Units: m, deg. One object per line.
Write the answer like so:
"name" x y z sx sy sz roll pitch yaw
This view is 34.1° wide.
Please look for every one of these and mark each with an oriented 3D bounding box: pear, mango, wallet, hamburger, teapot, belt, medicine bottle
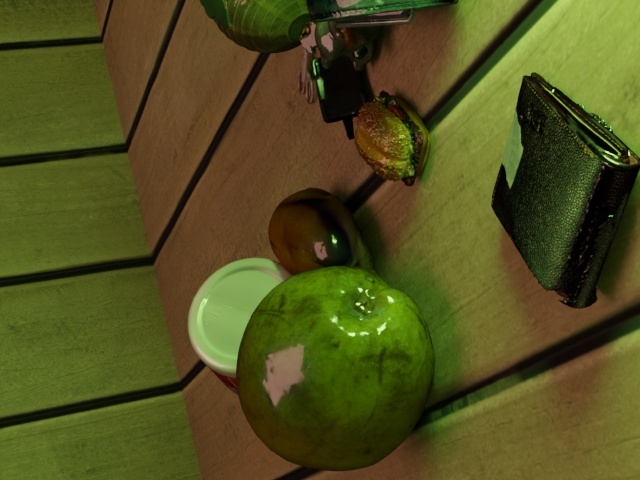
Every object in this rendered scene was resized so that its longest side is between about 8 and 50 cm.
"pear" 0.017 0.230 1.829 0.352 0.352 0.413 64 144 36
"mango" 0.000 0.000 2.022 0.287 0.152 0.201 33 118 58
"wallet" 0.308 -0.071 1.377 0.262 0.071 0.221 -117 27 -51
"hamburger" 0.114 -0.166 1.766 0.166 0.087 0.137 -125 34 -46
"teapot" 0.037 -0.275 1.930 0.096 0.087 0.177 64 -167 -80
"belt" 0.096 -0.382 1.579 0.267 0.206 0.116 7 107 51
"medicine bottle" -0.119 0.193 2.143 0.241 0.252 0.252 62 -177 -58

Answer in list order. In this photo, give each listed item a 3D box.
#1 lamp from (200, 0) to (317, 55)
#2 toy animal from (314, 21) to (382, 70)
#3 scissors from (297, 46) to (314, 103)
"lamp" -0.083 -0.452 1.940 0.284 0.250 0.250 56 148 25
"toy animal" 0.064 -0.392 1.778 0.236 0.108 0.138 115 140 -53
"scissors" -0.027 -0.366 2.111 0.085 0.022 0.176 -122 28 -49
